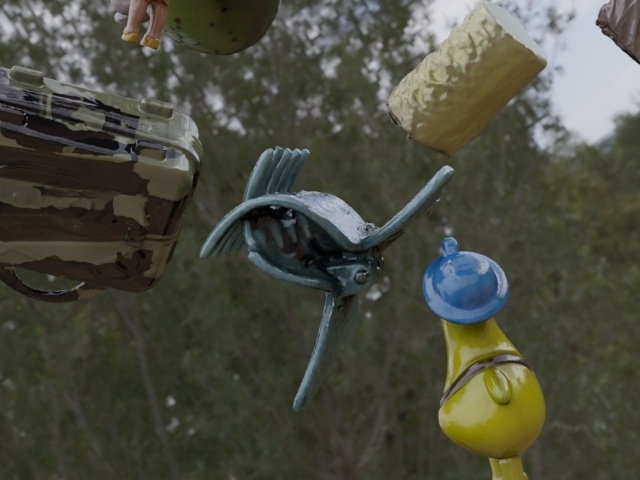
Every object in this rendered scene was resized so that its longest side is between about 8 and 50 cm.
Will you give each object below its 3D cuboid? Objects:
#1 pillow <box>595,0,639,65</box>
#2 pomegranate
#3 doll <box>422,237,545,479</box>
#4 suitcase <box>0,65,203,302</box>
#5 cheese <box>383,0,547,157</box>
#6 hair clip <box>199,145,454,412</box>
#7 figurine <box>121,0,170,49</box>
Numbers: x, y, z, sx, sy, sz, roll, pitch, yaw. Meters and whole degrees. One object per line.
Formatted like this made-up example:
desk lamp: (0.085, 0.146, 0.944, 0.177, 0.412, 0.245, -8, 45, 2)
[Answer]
pillow: (0.432, -0.216, 1.418, 0.135, 0.248, 0.049, -45, 14, 20)
pomegranate: (-0.230, -0.452, 2.154, 0.340, 0.285, 0.285, -8, 8, 28)
doll: (0.209, 0.169, 1.668, 0.145, 0.363, 0.199, -17, 11, -10)
suitcase: (-0.365, -0.065, 1.804, 0.194, 0.351, 0.339, -91, 18, -50)
cheese: (0.165, -0.184, 1.443, 0.167, 0.094, 0.123, -45, -40, 22)
hair clip: (0.000, 0.000, 1.826, 0.392, 0.238, 0.318, -59, -7, 10)
figurine: (-0.234, -0.405, 1.854, 0.174, 0.116, 0.240, 8, -65, -47)
